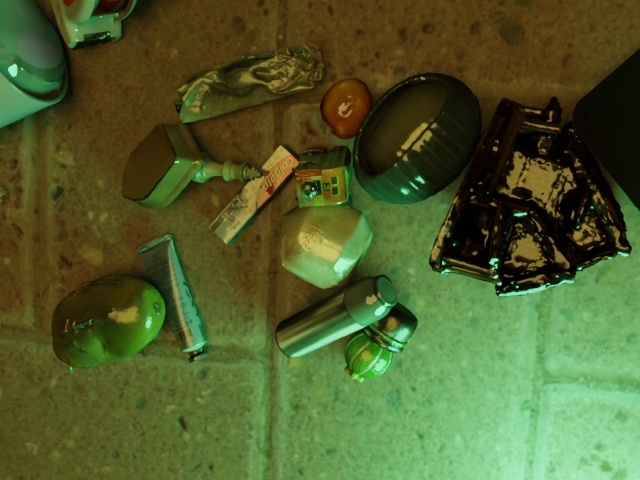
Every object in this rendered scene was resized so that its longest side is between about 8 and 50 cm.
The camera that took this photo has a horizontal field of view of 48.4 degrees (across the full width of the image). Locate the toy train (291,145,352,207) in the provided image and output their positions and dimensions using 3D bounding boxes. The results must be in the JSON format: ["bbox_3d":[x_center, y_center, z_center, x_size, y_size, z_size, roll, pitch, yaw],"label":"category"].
[{"bbox_3d":[0.005,-0.113,1.256,0.099,0.188,0.072,-1,111,5],"label":"toy train"}]

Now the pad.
[{"bbox_3d":[0.626,-0.161,1.205,0.315,0.063,0.375,-39,94,-3],"label":"pad"}]

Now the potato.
[{"bbox_3d":[-0.418,0.155,1.387,0.248,0.143,0.169,-19,101,18],"label":"potato"}]

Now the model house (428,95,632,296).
[{"bbox_3d":[0.368,-0.057,1.148,0.282,0.317,0.297,24,113,11],"label":"model house"}]

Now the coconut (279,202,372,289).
[{"bbox_3d":[0.000,0.001,1.285,0.162,0.161,0.161,27,101,9],"label":"coconut"}]

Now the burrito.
[{"bbox_3d":[-0.139,-0.293,1.321,0.309,0.066,0.096,-14,97,15],"label":"burrito"}]

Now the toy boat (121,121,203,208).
[{"bbox_3d":[-0.312,-0.132,1.348,0.188,0.061,0.116,-43,63,29],"label":"toy boat"}]

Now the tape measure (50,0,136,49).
[{"bbox_3d":[-0.419,-0.511,1.279,0.265,0.130,0.258,-16,92,54],"label":"tape measure"}]

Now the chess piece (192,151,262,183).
[{"bbox_3d":[-0.175,-0.130,1.332,0.149,0.059,0.059,11,99,27],"label":"chess piece"}]

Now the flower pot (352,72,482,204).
[{"bbox_3d":[0.165,-0.171,1.218,0.243,0.157,0.189,-47,52,19],"label":"flower pot"}]

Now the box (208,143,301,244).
[{"bbox_3d":[-0.122,-0.087,1.356,0.055,0.039,0.218,45,103,4],"label":"box"}]

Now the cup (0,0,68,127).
[{"bbox_3d":[-0.685,-0.308,1.332,0.371,0.253,0.253,-22,92,15],"label":"cup"}]

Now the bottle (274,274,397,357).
[{"bbox_3d":[0.027,0.136,1.304,0.253,0.096,0.079,-31,111,34],"label":"bottle"}]

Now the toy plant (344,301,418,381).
[{"bbox_3d":[0.104,0.190,1.321,0.092,0.093,0.162,36,102,5],"label":"toy plant"}]

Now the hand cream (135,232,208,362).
[{"bbox_3d":[-0.286,0.116,1.407,0.088,0.055,0.256,-23,90,24],"label":"hand cream"}]

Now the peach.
[{"bbox_3d":[0.050,-0.238,1.278,0.100,0.101,0.101,1,97,11],"label":"peach"}]
